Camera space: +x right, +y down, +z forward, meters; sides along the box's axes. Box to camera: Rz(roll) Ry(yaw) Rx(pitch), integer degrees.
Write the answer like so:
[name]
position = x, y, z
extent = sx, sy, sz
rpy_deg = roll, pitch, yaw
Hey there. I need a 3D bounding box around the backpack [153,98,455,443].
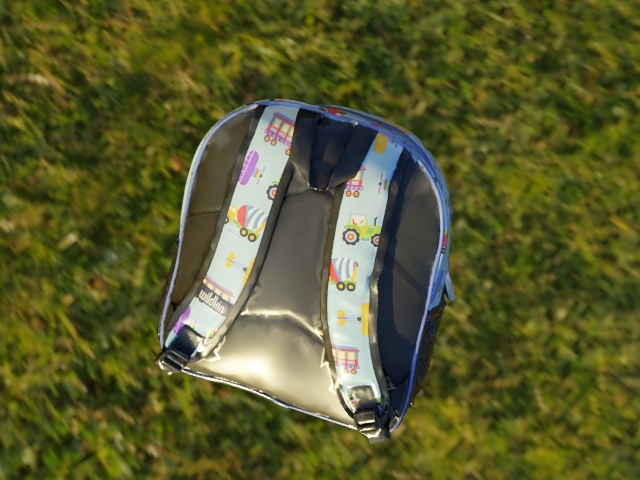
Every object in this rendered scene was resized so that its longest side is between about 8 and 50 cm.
[backpack]
position = 0.000, 0.000, 1.035
extent = 0.158, 0.117, 0.173
rpy_deg = 17, 115, 12
